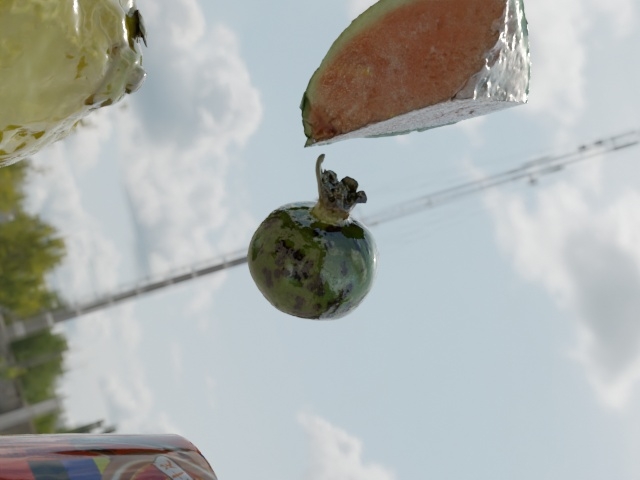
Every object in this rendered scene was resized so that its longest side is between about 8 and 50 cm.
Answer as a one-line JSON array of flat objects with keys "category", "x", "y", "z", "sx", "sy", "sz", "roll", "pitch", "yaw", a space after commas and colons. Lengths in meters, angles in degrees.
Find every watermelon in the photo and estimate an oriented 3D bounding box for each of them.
[{"category": "watermelon", "x": 0.100, "y": -0.154, "z": 1.283, "sx": 0.146, "sy": 0.231, "sz": 0.128, "roll": 37, "pitch": 40, "yaw": -62}]

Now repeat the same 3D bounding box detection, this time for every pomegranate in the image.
[{"category": "pomegranate", "x": 0.000, "y": 0.000, "z": 1.203, "sx": 0.122, "sy": 0.122, "sz": 0.161, "roll": 50, "pitch": -50, "yaw": 53}]

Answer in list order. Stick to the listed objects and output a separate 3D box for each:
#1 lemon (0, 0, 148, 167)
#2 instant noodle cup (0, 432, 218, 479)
[{"category": "lemon", "x": -0.229, "y": -0.154, "z": 0.683, "sx": 0.310, "sy": 0.253, "sz": 0.253, "roll": 26, "pitch": -29, "yaw": 6}, {"category": "instant noodle cup", "x": -0.171, "y": 0.225, "z": 0.828, "sx": 0.250, "sy": 0.192, "sz": 0.250, "roll": 13, "pitch": -75, "yaw": 60}]
